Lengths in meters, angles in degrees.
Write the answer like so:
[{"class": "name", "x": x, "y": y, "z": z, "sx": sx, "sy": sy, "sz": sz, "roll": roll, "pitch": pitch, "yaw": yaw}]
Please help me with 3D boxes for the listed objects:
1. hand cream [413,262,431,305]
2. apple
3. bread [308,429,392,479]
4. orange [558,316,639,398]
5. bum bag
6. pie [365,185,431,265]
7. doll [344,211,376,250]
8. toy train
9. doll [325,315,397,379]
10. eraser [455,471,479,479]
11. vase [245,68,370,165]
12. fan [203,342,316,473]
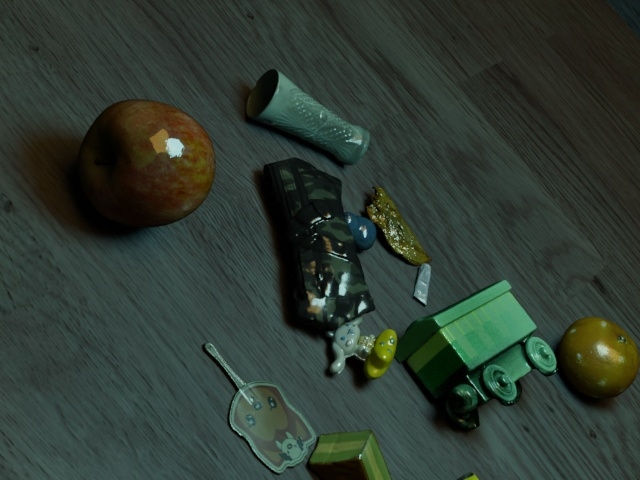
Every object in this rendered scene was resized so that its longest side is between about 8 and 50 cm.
[{"class": "hand cream", "x": 0.180, "y": 0.076, "z": 2.280, "sx": 0.030, "sy": 0.019, "sz": 0.093, "roll": 35, "pitch": 45, "yaw": -19}, {"class": "apple", "x": -0.248, "y": -0.110, "z": 1.875, "sx": 0.174, "sy": 0.188, "sz": 0.188, "roll": 3, "pitch": 55, "yaw": -51}, {"class": "bread", "x": 0.051, "y": 0.352, "z": 1.894, "sx": 0.139, "sy": 0.084, "sz": 0.074, "roll": 67, "pitch": 28, "yaw": -26}, {"class": "orange", "x": 0.515, "y": 0.214, "z": 2.393, "sx": 0.156, "sy": 0.124, "sz": 0.156, "roll": 27, "pitch": 43, "yaw": -29}, {"class": "bum bag", "x": 0.000, "y": 0.000, "z": 2.104, "sx": 0.144, "sy": 0.095, "sz": 0.340, "roll": 4, "pitch": 51, "yaw": -24}, {"class": "pie", "x": 0.131, "y": -0.021, "z": 2.304, "sx": 0.170, "sy": 0.034, "sz": 0.092, "roll": 56, "pitch": 35, "yaw": 2}, {"class": "doll", "x": 0.058, "y": -0.014, "z": 2.212, "sx": 0.083, "sy": 0.050, "sz": 0.076, "roll": 24, "pitch": 46, "yaw": -31}, {"class": "toy train", "x": 0.271, "y": 0.189, "z": 2.176, "sx": 0.202, "sy": 0.120, "sz": 0.301, "roll": 53, "pitch": 36, "yaw": 12}, {"class": "doll", "x": 0.061, "y": 0.163, "z": 2.047, "sx": 0.113, "sy": 0.071, "sz": 0.135, "roll": 9, "pitch": 42, "yaw": -17}, {"class": "eraser", "x": 0.224, "y": 0.466, "z": 1.913, "sx": 0.158, "sy": 0.069, "sz": 0.226, "roll": -11, "pitch": 65, "yaw": -51}, {"class": "vase", "x": -0.016, "y": -0.210, "z": 2.286, "sx": 0.219, "sy": 0.096, "sz": 0.096, "roll": 28, "pitch": 40, "yaw": -29}, {"class": "fan", "x": -0.096, "y": 0.231, "z": 1.861, "sx": 0.220, "sy": 0.009, "sz": 0.132, "roll": 51, "pitch": 36, "yaw": 5}]
